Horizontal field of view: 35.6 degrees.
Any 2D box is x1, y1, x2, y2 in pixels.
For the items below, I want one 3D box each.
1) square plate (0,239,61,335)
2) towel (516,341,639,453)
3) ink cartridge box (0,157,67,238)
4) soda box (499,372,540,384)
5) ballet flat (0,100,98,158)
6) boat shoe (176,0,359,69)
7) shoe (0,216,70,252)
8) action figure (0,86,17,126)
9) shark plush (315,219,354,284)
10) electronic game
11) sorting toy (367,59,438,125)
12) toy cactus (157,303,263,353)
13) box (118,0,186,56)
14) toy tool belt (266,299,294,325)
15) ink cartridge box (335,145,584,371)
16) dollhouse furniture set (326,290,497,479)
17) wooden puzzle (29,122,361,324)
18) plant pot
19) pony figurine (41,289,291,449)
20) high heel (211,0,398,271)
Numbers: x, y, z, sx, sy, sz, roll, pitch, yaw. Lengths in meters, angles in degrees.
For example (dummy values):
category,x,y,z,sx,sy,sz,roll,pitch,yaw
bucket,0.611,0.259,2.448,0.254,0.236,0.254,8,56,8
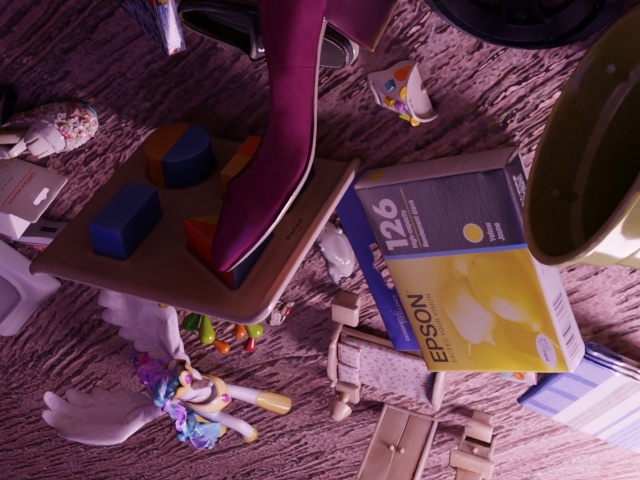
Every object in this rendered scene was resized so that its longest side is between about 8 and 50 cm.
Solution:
category,x,y,z,sx,sy,sz,roll,pitch,yaw
square plate,-0.722,0.058,1.998,0.344,0.049,0.347,37,143,-14
towel,0.462,0.246,1.474,0.284,0.034,0.209,22,144,-6
ink cartridge box,-0.525,-0.078,1.647,0.198,0.115,0.067,19,143,12
soda box,0.281,0.129,1.445,0.058,0.063,0.183,7,139,28
ballet flat,-0.441,-0.157,1.529,0.240,0.077,0.091,-4,133,35
boat shoe,-0.067,-0.245,1.187,0.223,0.073,0.080,23,146,8
shoe,-0.487,0.004,1.769,0.177,0.063,0.081,9,136,16
action figure,-0.612,-0.235,1.524,0.284,0.099,0.185,13,155,26
shark plush,0.000,0.000,1.473,0.161,0.073,0.067,44,171,-30
electronic game,0.198,-0.278,1.003,0.229,0.048,0.229,15,150,9
sorting toy,0.092,-0.177,1.211,0.075,0.045,0.083,20,149,44
toy cactus,-0.177,0.088,1.672,0.219,0.112,0.180,33,125,-3
box,-0.212,-0.294,1.197,0.137,0.027,0.094,47,157,36
toy tool belt,-0.078,0.112,1.656,0.051,0.052,0.083,34,164,0
ink cartridge box,0.165,0.040,1.341,0.307,0.072,0.304,-8,116,36
dollhouse furniture set,0.142,0.287,1.636,0.303,0.174,0.356,15,143,15
wooden puzzle,-0.159,-0.049,1.284,0.347,0.322,0.081,9,132,22
plant pot,0.384,-0.064,1.005,0.253,0.276,0.276,19,146,-10
pony figurine,-0.270,0.255,1.799,0.350,0.303,0.363,11,164,28
high heel,-0.074,-0.160,1.103,0.181,0.377,0.127,28,179,-11
